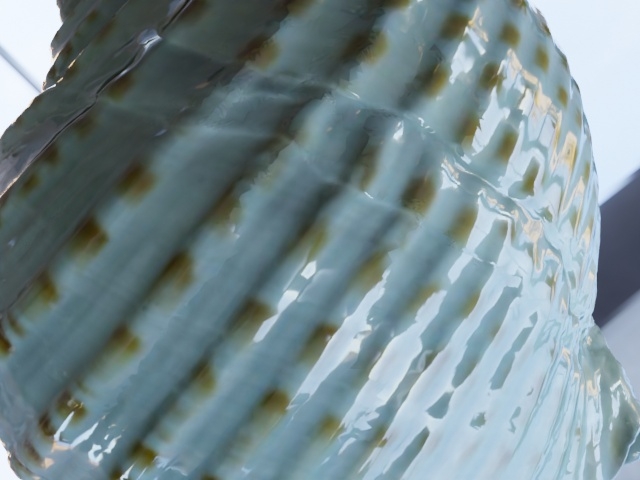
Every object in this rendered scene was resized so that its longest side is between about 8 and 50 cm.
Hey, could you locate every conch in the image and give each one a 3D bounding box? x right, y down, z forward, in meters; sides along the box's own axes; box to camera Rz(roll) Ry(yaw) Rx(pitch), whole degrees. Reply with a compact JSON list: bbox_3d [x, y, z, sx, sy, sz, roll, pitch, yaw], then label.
[{"bbox_3d":[-0.002,-0.011,0.800,0.319,0.215,0.303,33,-118,18],"label":"conch"}]
